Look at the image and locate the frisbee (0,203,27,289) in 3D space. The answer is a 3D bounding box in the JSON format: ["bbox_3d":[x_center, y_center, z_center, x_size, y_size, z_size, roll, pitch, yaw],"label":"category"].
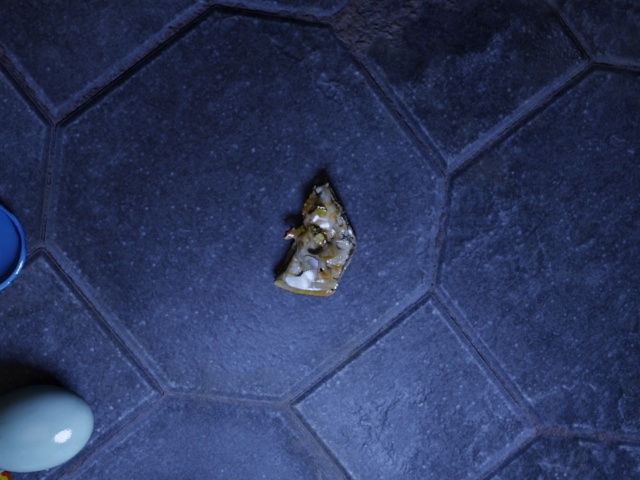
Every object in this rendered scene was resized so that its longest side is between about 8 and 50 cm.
[{"bbox_3d":[-0.840,0.014,1.765,0.242,0.045,0.242,0,95,-5],"label":"frisbee"}]

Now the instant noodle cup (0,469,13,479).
[{"bbox_3d":[-0.829,0.660,1.714,0.265,0.264,0.200,-13,87,-4],"label":"instant noodle cup"}]

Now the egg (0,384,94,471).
[{"bbox_3d":[-0.687,0.450,1.729,0.283,0.203,0.202,-11,95,2],"label":"egg"}]

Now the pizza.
[{"bbox_3d":[0.000,0.000,1.832,0.189,0.071,0.296,20,91,-6],"label":"pizza"}]
